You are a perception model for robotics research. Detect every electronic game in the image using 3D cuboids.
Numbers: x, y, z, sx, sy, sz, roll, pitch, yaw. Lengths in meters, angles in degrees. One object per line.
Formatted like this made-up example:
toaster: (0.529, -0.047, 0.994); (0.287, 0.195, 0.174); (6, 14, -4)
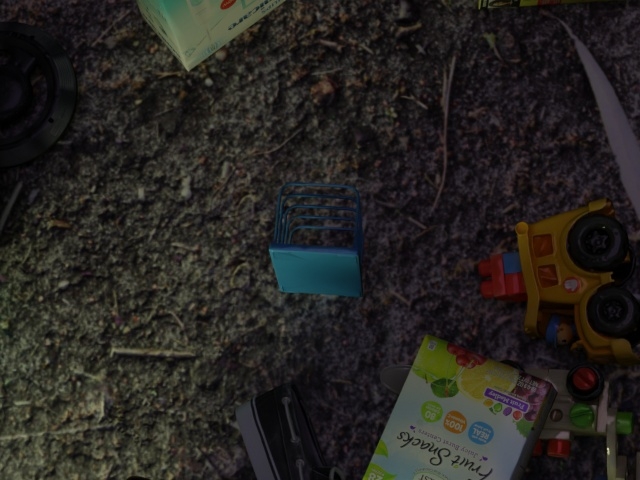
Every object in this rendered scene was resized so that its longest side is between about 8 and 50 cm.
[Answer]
electronic game: (-0.479, -0.220, 1.961); (0.229, 0.048, 0.229); (-1, 79, 6)

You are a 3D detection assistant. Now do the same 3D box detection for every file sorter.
file sorter: (0.000, 0.000, 1.792); (0.118, 0.170, 0.104); (3, 70, 5)

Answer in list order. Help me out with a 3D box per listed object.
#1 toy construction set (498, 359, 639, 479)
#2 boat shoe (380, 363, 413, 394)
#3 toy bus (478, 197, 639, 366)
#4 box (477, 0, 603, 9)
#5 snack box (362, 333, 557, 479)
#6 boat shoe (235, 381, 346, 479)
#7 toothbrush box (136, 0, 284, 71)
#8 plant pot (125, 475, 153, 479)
toy construction set: (0.284, 0.272, 1.690); (0.327, 0.151, 0.215); (6, 72, 6)
boat shoe: (0.145, 0.188, 1.788); (0.125, 0.038, 0.046); (1, 104, 8)
toy bus: (0.327, 0.071, 1.768); (0.211, 0.149, 0.220); (-12, 73, 14)
box: (0.352, -0.394, 1.942); (0.232, 0.087, 0.058); (-3, 74, 2)
snack box: (0.175, 0.245, 1.620); (0.174, 0.070, 0.207); (20, 81, 23)
boat shoe: (-0.008, 0.333, 1.712); (0.105, 0.113, 0.306); (-29, 62, 9)
toothbrush box: (-0.165, -0.407, 1.872); (0.216, 0.295, 0.126); (-37, 74, -9)
plant pot: (-0.235, 0.458, 1.653); (0.215, 0.215, 0.230); (40, 93, 15)
